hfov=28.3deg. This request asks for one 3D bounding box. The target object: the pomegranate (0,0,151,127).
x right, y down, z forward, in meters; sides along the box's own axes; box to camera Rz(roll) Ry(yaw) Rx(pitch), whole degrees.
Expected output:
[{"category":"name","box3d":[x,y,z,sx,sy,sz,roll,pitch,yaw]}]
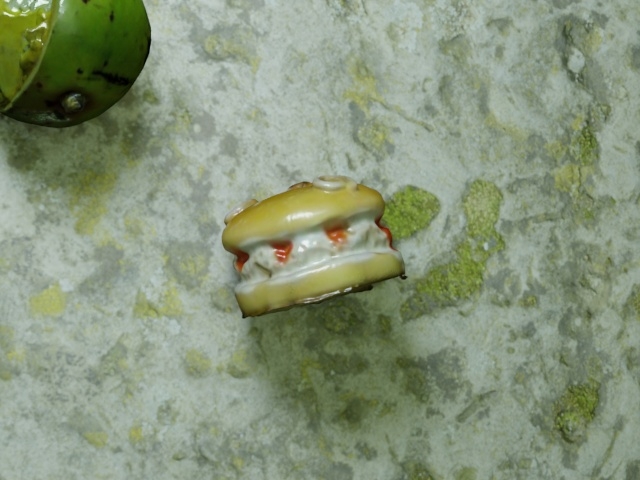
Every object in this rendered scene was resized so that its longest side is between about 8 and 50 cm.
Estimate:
[{"category":"pomegranate","box3d":[-0.359,-0.307,1.762,0.260,0.260,0.341,18,52,-24]}]

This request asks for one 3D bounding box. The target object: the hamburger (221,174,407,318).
[{"category":"hamburger","box3d":[0.000,0.000,1.901,0.302,0.261,0.186,-8,83,-45]}]
